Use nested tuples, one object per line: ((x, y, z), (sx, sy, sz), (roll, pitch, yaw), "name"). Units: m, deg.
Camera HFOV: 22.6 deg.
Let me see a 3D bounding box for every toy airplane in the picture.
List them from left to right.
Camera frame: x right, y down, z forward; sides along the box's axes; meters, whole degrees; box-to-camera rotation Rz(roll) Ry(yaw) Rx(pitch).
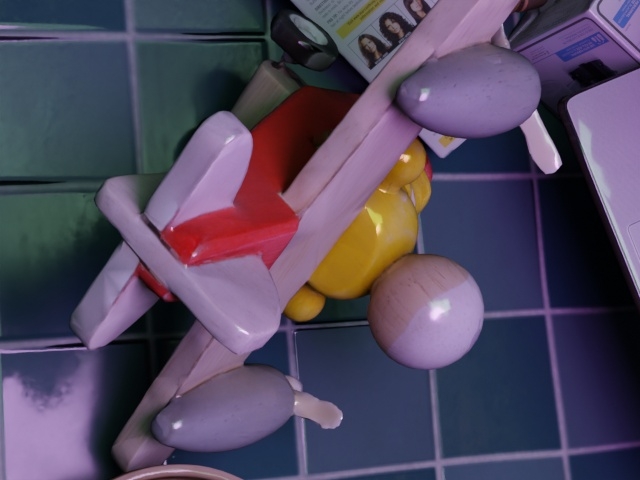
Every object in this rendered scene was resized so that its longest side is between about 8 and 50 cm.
((0.000, 0.000, 1.149), (0.272, 0.386, 0.384), (38, 69, -1), "toy airplane")

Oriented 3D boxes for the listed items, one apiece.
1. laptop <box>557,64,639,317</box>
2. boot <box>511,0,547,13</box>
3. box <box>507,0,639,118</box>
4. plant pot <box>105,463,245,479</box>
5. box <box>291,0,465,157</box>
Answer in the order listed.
((0.469, -0.021, 1.259), (0.408, 0.236, 0.382), (-23, 92, -22), "laptop")
((0.098, -0.336, 1.407), (0.115, 0.112, 0.305), (-19, 89, -10), "boot")
((0.317, -0.118, 1.427), (0.290, 0.169, 0.087), (41, 68, -14), "box")
((-0.121, 0.289, 1.200), (0.237, 0.110, 0.237), (4, 79, -23), "plant pot")
((0.059, -0.193, 1.359), (0.100, 0.060, 0.244), (-40, 101, 19), "box")
